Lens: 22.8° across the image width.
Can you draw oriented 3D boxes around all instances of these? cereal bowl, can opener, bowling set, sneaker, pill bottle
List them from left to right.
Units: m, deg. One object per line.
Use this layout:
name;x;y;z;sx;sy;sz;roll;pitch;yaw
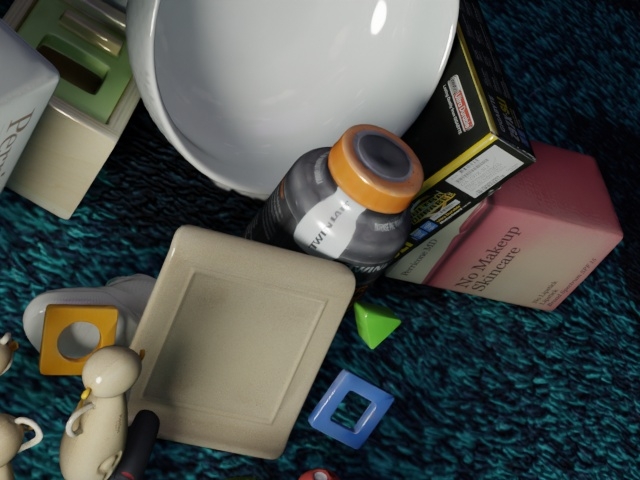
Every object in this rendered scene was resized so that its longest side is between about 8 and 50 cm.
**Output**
bowling set;-0.294;0.142;1.194;0.200;0.154;0.287;37;47;17
can opener;-0.172;0.207;1.311;0.073;0.059;0.186;42;39;-13
sneaker;-0.185;0.064;1.448;0.212;0.080;0.094;9;35;-41
cereal bowl;-0.041;-0.222;1.528;0.339;0.338;0.141;5;21;-34
pill bottle;0.000;0.000;1.503;0.130;0.245;0.130;21;42;-20

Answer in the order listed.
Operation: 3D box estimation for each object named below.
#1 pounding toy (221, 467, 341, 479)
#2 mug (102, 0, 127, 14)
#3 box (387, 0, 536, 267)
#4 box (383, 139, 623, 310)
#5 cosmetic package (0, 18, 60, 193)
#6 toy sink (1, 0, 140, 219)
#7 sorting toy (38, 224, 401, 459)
pounding toy;-0.031;0.266;1.289;0.237;0.110;0.183;-18;73;-56
mug;-0.192;-0.405;1.647;0.328;0.374;0.276;41;12;10
box;0.070;-0.141;1.683;0.079;0.257;0.322;26;38;-39
box;0.190;-0.028;1.754;0.232;0.148;0.126;12;46;-28
cosmetic package;-0.470;-0.050;1.126;0.327;0.329;0.394;41;39;6
toy sink;-0.253;-0.164;1.563;0.153;0.131;0.234;31;39;-9
sorting toy;-0.084;0.089;1.421;0.348;0.196;0.047;15;15;-27
